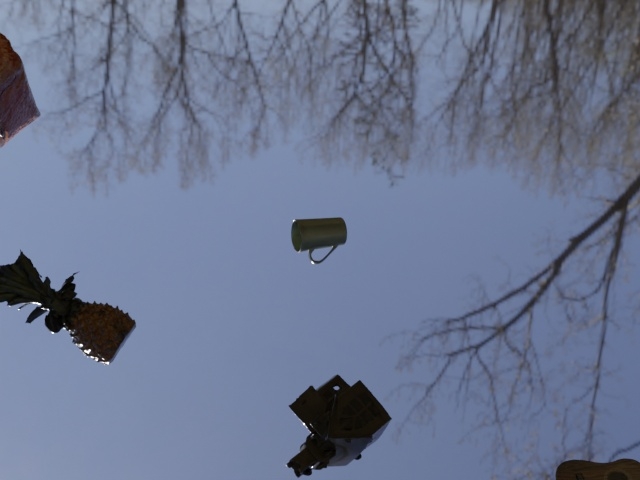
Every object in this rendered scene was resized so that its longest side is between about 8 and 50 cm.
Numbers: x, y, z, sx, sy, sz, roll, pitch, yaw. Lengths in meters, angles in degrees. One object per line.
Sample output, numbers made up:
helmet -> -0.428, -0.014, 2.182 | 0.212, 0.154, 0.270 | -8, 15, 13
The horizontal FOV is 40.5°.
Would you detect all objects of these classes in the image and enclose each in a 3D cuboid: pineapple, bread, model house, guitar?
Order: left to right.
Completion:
bread -> -0.576, -0.261, 1.493 | 0.190, 0.244, 0.123 | 40, -116, 10
pineapple -> -0.496, 0.130, 1.653 | 0.277, 0.130, 0.119 | 34, -142, -6
model house -> 0.006, 0.464, 2.104 | 0.243, 0.211, 0.204 | -33, -108, -34
guitar -> 0.443, 0.308, 1.132 | 0.271, 0.038, 0.083 | -11, -144, 1

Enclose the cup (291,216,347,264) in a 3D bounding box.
cup -> 0.001, -0.005, 1.437 | 0.083, 0.054, 0.074 | -6, -133, -19
